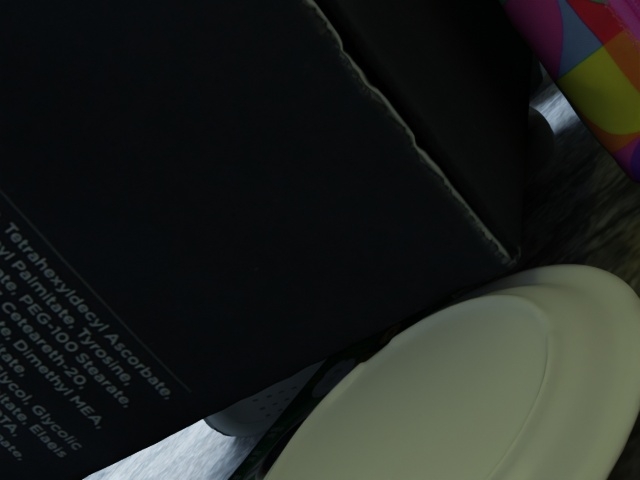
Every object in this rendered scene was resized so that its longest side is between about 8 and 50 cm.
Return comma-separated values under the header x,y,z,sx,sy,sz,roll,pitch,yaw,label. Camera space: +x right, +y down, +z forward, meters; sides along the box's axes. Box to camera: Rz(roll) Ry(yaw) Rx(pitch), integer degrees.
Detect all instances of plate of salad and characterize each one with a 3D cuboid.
x,y,z,sx,sy,sz,roll,pitch,yaw,label
0.041,0.086,0.413,0.200,0.048,0.200,-38,18,14,plate of salad

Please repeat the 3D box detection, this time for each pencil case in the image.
x,y,z,sx,sy,sz,roll,pitch,yaw,label
0.113,-0.135,0.494,0.104,0.236,0.104,-39,-2,-2,pencil case

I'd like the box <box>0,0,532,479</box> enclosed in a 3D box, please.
x,y,z,sx,sy,sz,roll,pitch,yaw,label
-0.141,-0.110,0.694,0.471,0.297,0.480,-30,21,27,box

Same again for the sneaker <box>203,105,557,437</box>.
x,y,z,sx,sy,sz,roll,pitch,yaw,label
0.029,0.006,0.709,0.297,0.111,0.129,-48,12,-9,sneaker

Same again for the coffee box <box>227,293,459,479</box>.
x,y,z,sx,sy,sz,roll,pitch,yaw,label
-0.001,0.108,0.554,0.184,0.040,0.113,-49,7,-20,coffee box

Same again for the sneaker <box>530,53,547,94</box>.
x,y,z,sx,sy,sz,roll,pitch,yaw,label
0.078,-0.229,0.932,0.110,0.292,0.118,-43,16,33,sneaker
